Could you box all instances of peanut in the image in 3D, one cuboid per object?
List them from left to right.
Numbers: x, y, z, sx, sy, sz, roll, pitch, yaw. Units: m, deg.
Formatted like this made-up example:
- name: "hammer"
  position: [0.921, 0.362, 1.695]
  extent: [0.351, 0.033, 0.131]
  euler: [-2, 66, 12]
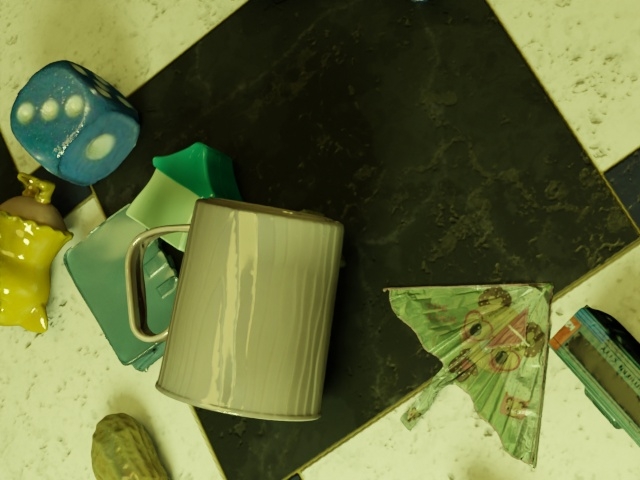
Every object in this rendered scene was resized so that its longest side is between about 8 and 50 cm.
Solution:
- name: "peanut"
  position: [-0.266, 0.330, 2.021]
  extent: [0.093, 0.083, 0.194]
  euler: [-28, 64, 4]

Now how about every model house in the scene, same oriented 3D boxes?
- name: "model house"
  position: [-0.181, -0.064, 2.067]
  extent: [0.127, 0.100, 0.149]
  euler: [32, 96, 30]

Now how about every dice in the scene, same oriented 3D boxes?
- name: "dice"
  position: [-0.369, -0.176, 2.173]
  extent: [0.146, 0.143, 0.146]
  euler: [43, 98, 26]

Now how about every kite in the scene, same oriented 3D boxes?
- name: "kite"
  position: [0.201, 0.147, 1.859]
  extent: [0.268, 0.013, 0.323]
  euler: [-43, 61, 12]

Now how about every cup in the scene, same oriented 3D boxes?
- name: "cup"
  position: [-0.109, 0.086, 1.916]
  extent: [0.288, 0.208, 0.273]
  euler: [14, 95, 48]

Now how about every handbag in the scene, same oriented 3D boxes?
- name: "handbag"
  position: [-0.273, 0.068, 2.111]
  extent: [0.144, 0.057, 0.221]
  euler: [-37, 63, 11]

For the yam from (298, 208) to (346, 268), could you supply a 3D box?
- name: "yam"
  position: [0.000, 0.000, 1.988]
  extent: [0.043, 0.043, 0.094]
  euler: [-31, 65, 18]

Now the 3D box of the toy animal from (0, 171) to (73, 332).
- name: "toy animal"
  position: [-0.451, 0.016, 2.177]
  extent: [0.156, 0.156, 0.230]
  euler: [19, 97, 30]

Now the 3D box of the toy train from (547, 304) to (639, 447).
- name: "toy train"
  position: [0.424, 0.247, 1.672]
  extent: [0.089, 0.086, 0.409]
  euler: [-45, 62, 12]

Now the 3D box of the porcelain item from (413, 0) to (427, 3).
- name: "porcelain item"
  position: [0.048, -0.425, 1.985]
  extent: [0.288, 0.138, 0.186]
  euler: [29, 109, 14]
